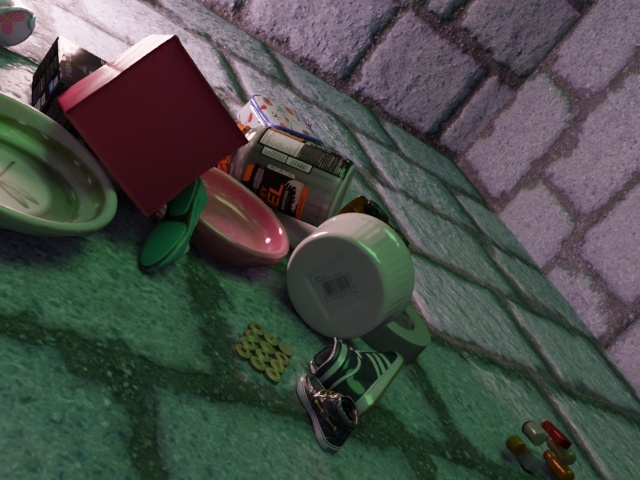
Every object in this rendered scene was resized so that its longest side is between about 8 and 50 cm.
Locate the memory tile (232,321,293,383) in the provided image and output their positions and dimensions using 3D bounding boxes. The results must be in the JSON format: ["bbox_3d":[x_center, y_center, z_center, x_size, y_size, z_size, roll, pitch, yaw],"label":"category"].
[{"bbox_3d":[-0.110,0.219,1.611,0.113,0.012,0.148,39,19,-4],"label":"memory tile"}]

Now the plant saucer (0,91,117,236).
[{"bbox_3d":[-0.553,-0.123,1.424,0.400,0.100,0.400,35,21,-15],"label":"plant saucer"}]

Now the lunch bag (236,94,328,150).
[{"bbox_3d":[-0.113,-0.342,2.658,0.303,0.115,0.243,11,37,-51],"label":"lunch bag"}]

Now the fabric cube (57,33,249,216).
[{"bbox_3d":[-0.338,-0.240,1.628,0.254,0.259,0.258,57,-9,-22],"label":"fabric cube"}]

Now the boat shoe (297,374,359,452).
[{"bbox_3d":[0.019,0.306,1.548,0.065,0.083,0.183,24,25,-37],"label":"boat shoe"}]

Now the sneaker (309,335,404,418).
[{"bbox_3d":[0.077,0.261,1.728,0.153,0.099,0.282,44,23,5],"label":"sneaker"}]

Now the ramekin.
[{"bbox_3d":[0.058,0.087,1.827,0.277,0.277,0.135,43,28,10],"label":"ramekin"}]

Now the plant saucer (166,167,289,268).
[{"bbox_3d":[-0.226,-0.050,1.876,0.332,0.084,0.332,35,20,-14],"label":"plant saucer"}]

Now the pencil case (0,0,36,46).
[{"bbox_3d":[-0.792,-0.583,1.956,0.124,0.113,0.273,-19,59,-42],"label":"pencil case"}]

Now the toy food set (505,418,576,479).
[{"bbox_3d":[0.543,0.505,2.027,0.232,0.111,0.104,28,11,-26],"label":"toy food set"}]

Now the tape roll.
[{"bbox_3d":[0.170,0.206,2.048,0.219,0.072,0.219,34,20,-14],"label":"tape roll"}]

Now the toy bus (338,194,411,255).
[{"bbox_3d":[0.154,0.012,2.177,0.220,0.149,0.211,51,10,24],"label":"toy bus"}]

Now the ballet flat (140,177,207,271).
[{"bbox_3d":[-0.282,-0.022,1.643,0.087,0.083,0.247,65,34,-48],"label":"ballet flat"}]

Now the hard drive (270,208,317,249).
[{"bbox_3d":[0.000,0.000,2.175,0.308,0.040,0.203,32,25,-13],"label":"hard drive"}]

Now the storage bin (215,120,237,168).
[{"bbox_3d":[-0.304,-0.274,2.154,0.180,0.122,0.084,22,27,-40],"label":"storage bin"}]

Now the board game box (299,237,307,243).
[{"bbox_3d":[0.015,0.068,2.041,0.104,0.026,0.154,7,53,-36],"label":"board game box"}]

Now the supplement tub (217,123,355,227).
[{"bbox_3d":[-0.088,-0.169,2.076,0.316,0.193,0.193,23,19,7],"label":"supplement tub"}]

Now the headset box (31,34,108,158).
[{"bbox_3d":[-0.495,-0.299,1.857,0.283,0.131,0.246,27,24,-32],"label":"headset box"}]
